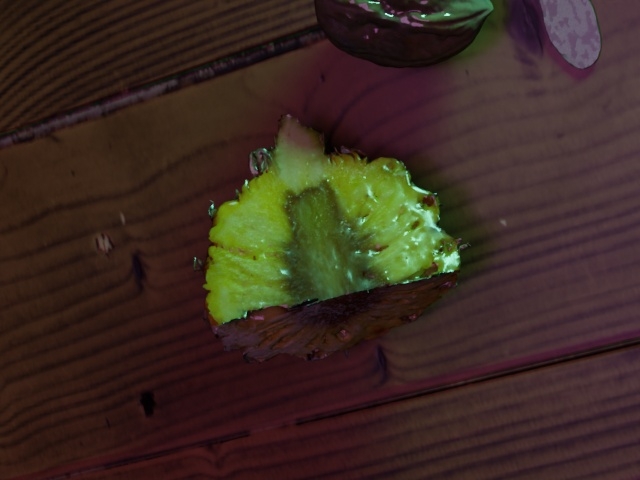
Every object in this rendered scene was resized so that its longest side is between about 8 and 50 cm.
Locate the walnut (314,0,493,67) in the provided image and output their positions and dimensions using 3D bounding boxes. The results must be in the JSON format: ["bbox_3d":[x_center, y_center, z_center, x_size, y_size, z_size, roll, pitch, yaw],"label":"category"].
[{"bbox_3d":[0.102,-0.301,1.852,0.230,0.178,0.178,10,99,14],"label":"walnut"}]

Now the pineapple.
[{"bbox_3d":[-0.001,-0.003,1.941,0.344,0.209,0.286,-13,63,-3],"label":"pineapple"}]

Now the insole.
[{"bbox_3d":[0.298,-0.306,1.860,0.065,0.006,0.193,-27,86,21],"label":"insole"}]
